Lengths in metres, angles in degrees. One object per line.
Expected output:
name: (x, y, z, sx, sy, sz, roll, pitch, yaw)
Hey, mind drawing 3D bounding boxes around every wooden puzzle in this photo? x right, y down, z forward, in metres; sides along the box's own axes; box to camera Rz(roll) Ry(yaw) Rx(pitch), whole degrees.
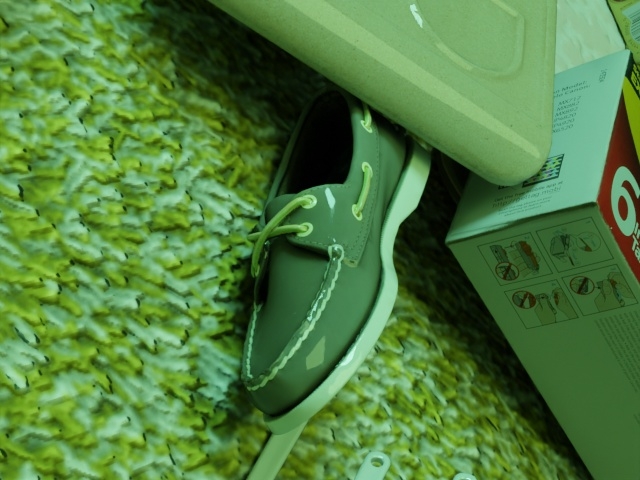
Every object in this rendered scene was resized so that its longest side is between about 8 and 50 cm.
wooden puzzle: (0.044, -0.230, 1.070, 0.322, 0.080, 0.348, 31, 46, -18)

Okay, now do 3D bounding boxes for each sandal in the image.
sandal: (0.142, -0.086, 1.182, 0.072, 0.049, 0.180, 40, 43, -26)

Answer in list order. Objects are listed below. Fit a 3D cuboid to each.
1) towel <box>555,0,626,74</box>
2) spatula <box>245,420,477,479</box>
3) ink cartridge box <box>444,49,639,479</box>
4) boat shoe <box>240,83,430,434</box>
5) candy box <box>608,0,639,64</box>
towel: (0.188, -0.288, 1.353, 0.332, 0.053, 0.317, 42, 43, -26)
spatula: (-0.004, 0.195, 0.814, 0.168, 0.019, 0.242, 20, 41, 11)
ink cartridge box: (0.254, 0.015, 1.142, 0.309, 0.130, 0.272, 55, 36, -27)
boat shoe: (-0.003, 0.002, 0.923, 0.091, 0.109, 0.305, 46, 35, -19)
candy box: (0.334, -0.278, 1.429, 0.109, 0.053, 0.187, -13, 77, -50)
